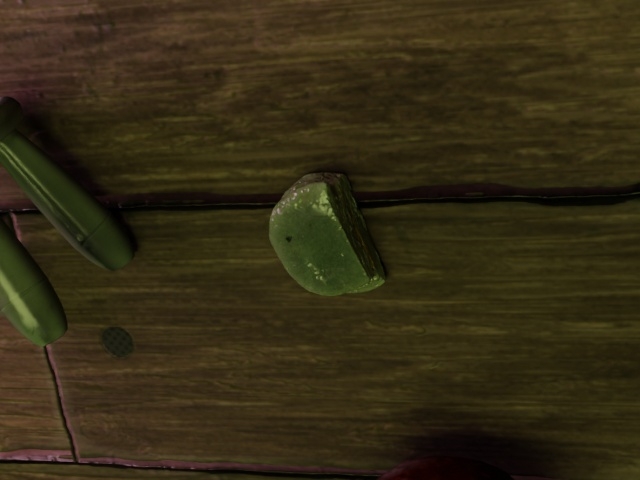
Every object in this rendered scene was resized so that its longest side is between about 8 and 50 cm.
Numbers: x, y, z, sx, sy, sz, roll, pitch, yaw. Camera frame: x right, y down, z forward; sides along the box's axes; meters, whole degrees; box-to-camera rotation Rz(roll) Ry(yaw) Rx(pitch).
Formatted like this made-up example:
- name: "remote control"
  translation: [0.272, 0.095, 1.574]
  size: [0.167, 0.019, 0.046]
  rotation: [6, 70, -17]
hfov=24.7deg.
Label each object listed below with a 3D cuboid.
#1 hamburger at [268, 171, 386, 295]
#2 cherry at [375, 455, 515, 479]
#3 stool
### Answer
- name: "hamburger"
  translation: [-0.001, 0.002, 1.289]
  size: [0.084, 0.054, 0.121]
  rotation: [-17, 114, 26]
- name: "cherry"
  translation: [0.123, 0.320, 1.287]
  size: [0.203, 0.230, 0.300]
  rotation: [-18, 124, 4]
- name: "stool"
  translation: [-0.310, -0.003, 1.326]
  size: [0.195, 0.195, 0.199]
  rotation: [-25, 105, 29]
